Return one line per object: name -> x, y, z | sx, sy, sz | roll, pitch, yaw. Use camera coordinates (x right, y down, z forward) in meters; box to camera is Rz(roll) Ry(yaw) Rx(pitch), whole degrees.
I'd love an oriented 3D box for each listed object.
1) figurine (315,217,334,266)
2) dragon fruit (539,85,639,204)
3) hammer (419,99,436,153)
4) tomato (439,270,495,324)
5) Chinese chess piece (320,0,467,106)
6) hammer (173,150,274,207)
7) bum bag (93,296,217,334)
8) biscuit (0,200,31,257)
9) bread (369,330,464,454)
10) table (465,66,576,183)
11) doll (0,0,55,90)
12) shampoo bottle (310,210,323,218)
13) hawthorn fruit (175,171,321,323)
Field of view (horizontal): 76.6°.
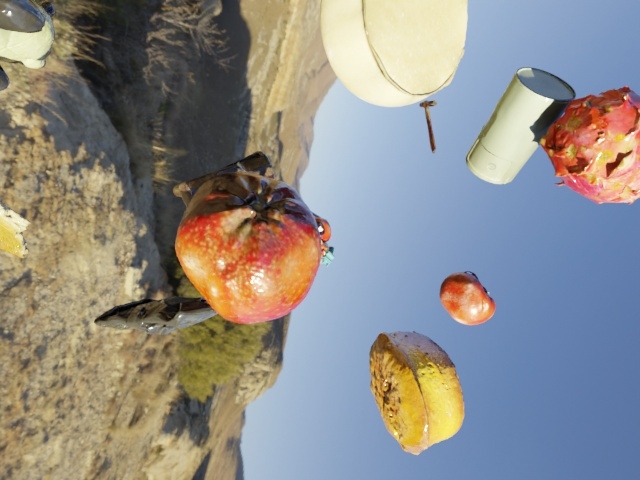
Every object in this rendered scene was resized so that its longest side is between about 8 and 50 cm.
figurine -> 0.000, 0.000, 1.087 | 0.068, 0.075, 0.140 | -9, -117, 32
dragon fruit -> 0.550, -0.160, 0.752 | 0.210, 0.268, 0.205 | -44, -145, 14
hammer -> 0.372, -0.381, 1.364 | 0.065, 0.021, 0.178 | 10, -63, 55
tomato -> 0.489, 0.196, 1.363 | 0.152, 0.187, 0.187 | -32, -164, 5
Chinese chess piece -> 0.160, -0.453, 0.837 | 0.141, 0.338, 0.337 | 17, -89, 50
hammer -> -0.327, -0.154, 1.175 | 0.409, 0.243, 0.095 | 3, -60, 54
bum bag -> -0.316, 0.151, 0.818 | 0.137, 0.310, 0.074 | -2, 85, -58
biscuit -> -0.677, -0.026, 0.855 | 0.228, 0.177, 0.031 | 83, 20, -52
bread -> 0.235, 0.382, 1.042 | 0.312, 0.173, 0.311 | 170, -90, -79
table -> 0.425, -0.244, 0.883 | 0.219, 0.127, 0.126 | 106, -5, -50
doll -> -0.438, -0.283, 0.490 | 0.144, 0.135, 0.234 | -35, 165, 19
shampoo bottle -> -0.122, -0.082, 1.315 | 0.084, 0.323, 0.129 | 18, -101, 54
hawthorn fruit -> -0.133, 0.037, 0.732 | 0.254, 0.254, 0.300 | -83, -168, -47
